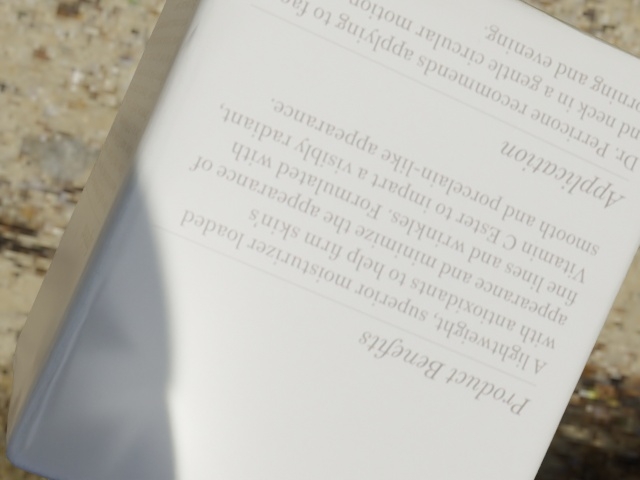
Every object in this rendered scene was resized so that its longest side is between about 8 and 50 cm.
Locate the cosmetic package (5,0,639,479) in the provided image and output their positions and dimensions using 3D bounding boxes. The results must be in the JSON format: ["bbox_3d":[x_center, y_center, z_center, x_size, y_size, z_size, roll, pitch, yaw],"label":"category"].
[{"bbox_3d":[0.000,0.000,0.492,0.151,0.183,0.151,24,-177,-13],"label":"cosmetic package"}]
